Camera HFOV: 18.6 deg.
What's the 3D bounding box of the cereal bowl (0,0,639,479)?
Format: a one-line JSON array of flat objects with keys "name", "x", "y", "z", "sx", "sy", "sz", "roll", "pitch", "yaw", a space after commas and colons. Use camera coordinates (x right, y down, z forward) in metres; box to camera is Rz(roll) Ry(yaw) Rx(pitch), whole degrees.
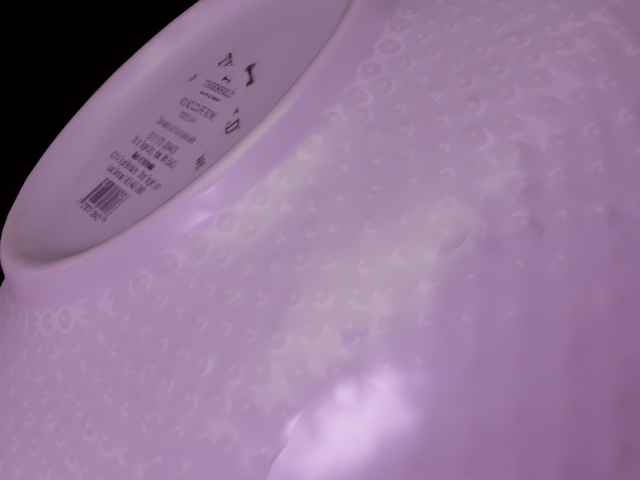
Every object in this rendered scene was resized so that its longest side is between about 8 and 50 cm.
[{"name": "cereal bowl", "x": 0.000, "y": 0.000, "z": 0.652, "sx": 0.339, "sy": 0.141, "sz": 0.339, "roll": -34, "pitch": 24, "yaw": 18}]
